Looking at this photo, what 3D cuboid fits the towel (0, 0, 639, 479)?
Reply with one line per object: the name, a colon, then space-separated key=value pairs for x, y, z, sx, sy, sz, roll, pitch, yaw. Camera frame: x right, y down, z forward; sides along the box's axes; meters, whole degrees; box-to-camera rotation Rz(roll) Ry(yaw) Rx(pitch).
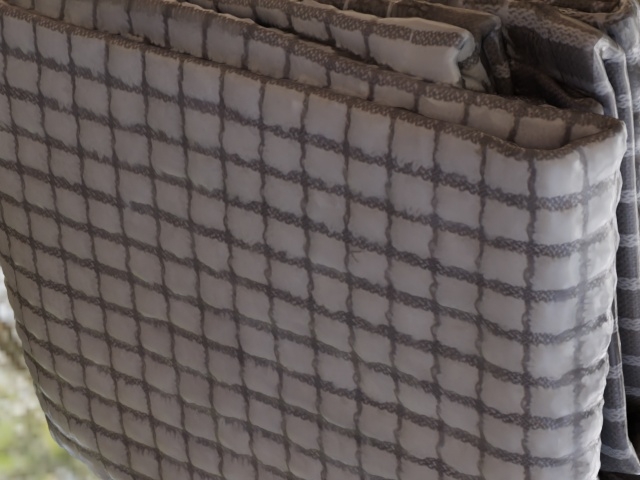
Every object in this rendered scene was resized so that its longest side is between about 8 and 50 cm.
towel: x=0.000 y=0.000 z=0.644 sx=0.284 sy=0.235 sz=0.121 roll=16 pitch=-142 yaw=32
